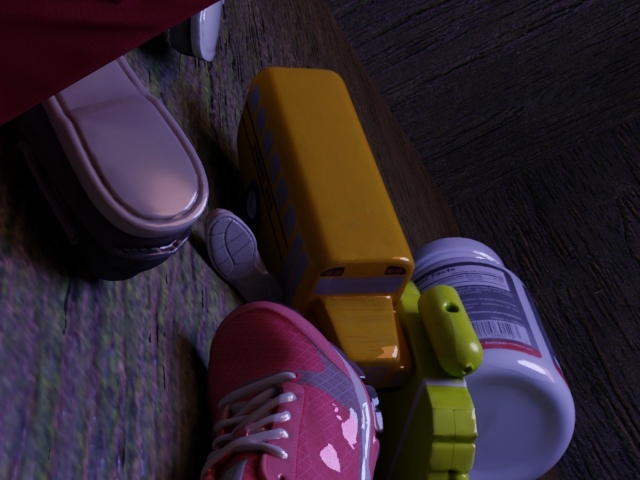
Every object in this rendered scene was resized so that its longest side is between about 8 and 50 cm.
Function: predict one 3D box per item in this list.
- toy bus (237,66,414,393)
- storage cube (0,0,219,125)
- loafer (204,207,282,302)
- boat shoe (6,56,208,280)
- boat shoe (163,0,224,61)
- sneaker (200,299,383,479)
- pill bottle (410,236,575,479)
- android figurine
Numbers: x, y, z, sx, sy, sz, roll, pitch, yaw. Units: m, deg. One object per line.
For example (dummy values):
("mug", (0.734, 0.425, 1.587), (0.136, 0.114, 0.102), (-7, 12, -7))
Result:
("toy bus", (0.004, -0.014, 0.980), (0.130, 0.108, 0.333), (114, -32, -44))
("storage cube", (-0.188, -0.182, 0.475), (0.183, 0.193, 0.215), (38, 29, -63))
("loafer", (-0.075, 0.015, 0.900), (0.039, 0.045, 0.125), (51, -7, 48))
("boat shoe", (-0.186, -0.125, 0.657), (0.112, 0.095, 0.335), (-16, 72, -41))
("boat shoe", (-0.150, -0.277, 1.081), (0.305, 0.091, 0.109), (-93, -170, -58))
("sneaker", (-0.024, 0.152, 0.636), (0.136, 0.116, 0.314), (46, 21, -49))
("pill bottle", (0.204, 0.150, 1.353), (0.210, 0.210, 0.363), (58, 13, -23))
("android figurine", (0.096, 0.169, 0.968), (0.273, 0.056, 0.248), (-105, -157, -53))
